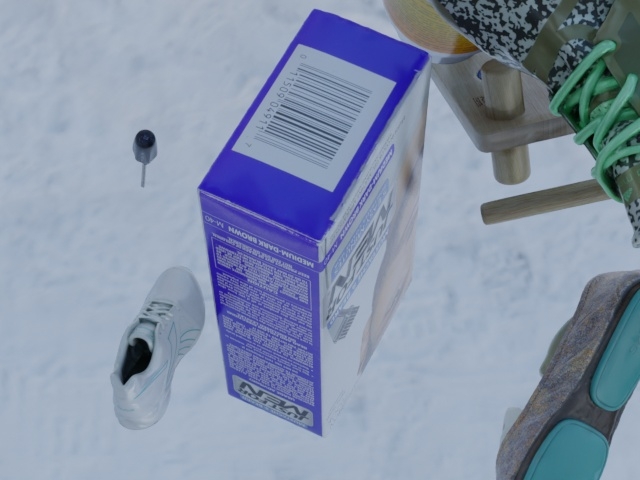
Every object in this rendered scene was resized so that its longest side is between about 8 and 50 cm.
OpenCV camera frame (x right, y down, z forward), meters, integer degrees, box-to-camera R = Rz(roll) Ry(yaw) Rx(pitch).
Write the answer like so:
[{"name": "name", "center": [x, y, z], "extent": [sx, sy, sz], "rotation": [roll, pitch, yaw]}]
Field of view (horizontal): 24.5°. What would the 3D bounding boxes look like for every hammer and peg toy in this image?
[{"name": "hammer and peg toy", "center": [0.249, -0.151, 1.435], "extent": [0.266, 0.361, 0.127], "rotation": [-13, 120, -3]}]

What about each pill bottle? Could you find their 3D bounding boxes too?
[{"name": "pill bottle", "center": [0.126, -0.249, 1.363], "extent": [0.136, 0.246, 0.136], "rotation": [0, 78, -2]}]

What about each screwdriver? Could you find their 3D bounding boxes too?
[{"name": "screwdriver", "center": [-0.166, -0.074, 1.415], "extent": [0.025, 0.170, 0.024], "rotation": [-15, 79, -6]}]

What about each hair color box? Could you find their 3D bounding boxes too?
[{"name": "hair color box", "center": [0.000, 0.000, 1.182], "extent": [0.110, 0.339, 0.185], "rotation": [24, 63, 12]}]

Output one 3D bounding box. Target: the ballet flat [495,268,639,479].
[{"name": "ballet flat", "center": [0.246, 0.168, 1.475], "extent": [0.107, 0.106, 0.316], "rotation": [38, 80, -32]}]

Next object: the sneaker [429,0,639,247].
[{"name": "sneaker", "center": [0.244, -0.086, 1.064], "extent": [0.410, 0.158, 0.182], "rotation": [31, 52, 5]}]

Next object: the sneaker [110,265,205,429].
[{"name": "sneaker", "center": [-0.133, 0.078, 1.215], "extent": [0.053, 0.061, 0.152], "rotation": [6, 54, 13]}]
